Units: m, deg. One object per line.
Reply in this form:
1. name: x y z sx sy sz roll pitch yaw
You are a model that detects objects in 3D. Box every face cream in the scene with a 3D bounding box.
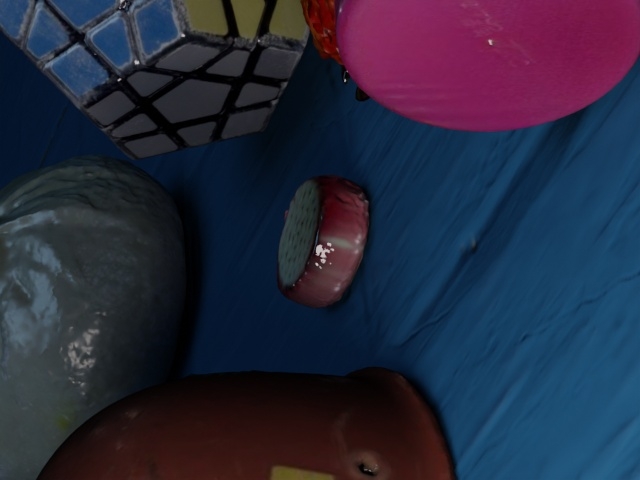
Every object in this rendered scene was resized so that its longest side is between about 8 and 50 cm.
1. face cream: 0.095 -0.188 0.975 0.175 0.175 0.195 132 147 -51

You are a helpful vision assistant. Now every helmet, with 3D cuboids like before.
1. helmet: -0.090 0.242 1.078 0.337 0.230 0.385 -30 46 62

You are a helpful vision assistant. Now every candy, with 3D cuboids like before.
1. candy: 0.000 0.000 1.281 0.103 0.043 0.103 -165 90 -70

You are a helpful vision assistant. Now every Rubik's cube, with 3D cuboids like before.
1. Rubik's cube: -0.138 -0.230 1.462 0.264 0.319 0.319 -26 -37 -64

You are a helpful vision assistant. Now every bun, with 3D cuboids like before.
1. bun: -0.274 0.074 1.712 0.362 0.211 0.362 -51 29 44

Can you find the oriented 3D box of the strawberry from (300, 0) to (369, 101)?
1. strawberry: 0.025 -0.223 1.252 0.306 0.137 0.234 -37 43 57
